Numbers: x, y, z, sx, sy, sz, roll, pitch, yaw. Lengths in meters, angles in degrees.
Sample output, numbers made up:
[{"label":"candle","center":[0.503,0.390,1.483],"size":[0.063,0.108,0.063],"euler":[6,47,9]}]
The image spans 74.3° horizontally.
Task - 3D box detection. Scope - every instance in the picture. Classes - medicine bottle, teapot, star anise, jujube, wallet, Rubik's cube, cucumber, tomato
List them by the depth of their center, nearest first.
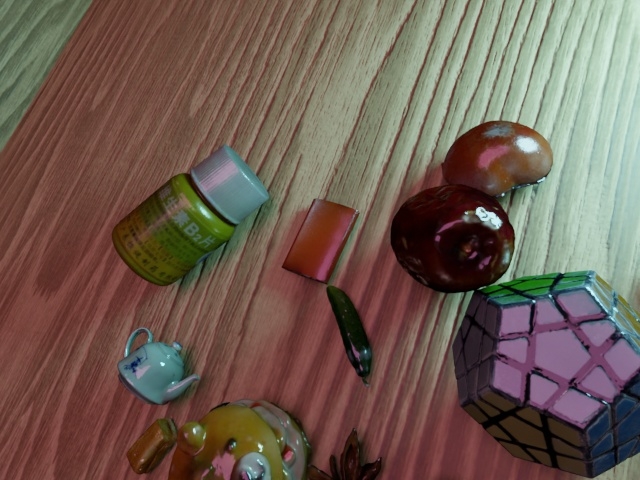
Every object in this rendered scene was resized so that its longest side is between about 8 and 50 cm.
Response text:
[{"label":"Rubik's cube","center":[0.371,0.196,0.675],"size":[0.319,0.319,0.264],"euler":[-46,31,1]},{"label":"star anise","center":[0.052,0.488,0.790],"size":[0.196,0.111,0.212],"euler":[33,53,14]},{"label":"jujube","center":[0.247,-0.005,0.796],"size":[0.223,0.318,0.222],"euler":[1,96,8]},{"label":"tomato","center":[0.374,-0.198,0.905],"size":[0.228,0.112,0.199],"euler":[-21,45,-6]},{"label":"cucumber","center":[0.069,0.203,0.940],"size":[0.056,0.056,0.250],"euler":[-28,58,12]},{"label":"teapot","center":[-0.410,0.314,1.064],"size":[0.232,0.159,0.158],"euler":[34,85,24]},{"label":"wallet","center":[0.000,0.000,1.065],"size":[0.143,0.045,0.204],"euler":[17,76,32]},{"label":"medicine bottle","center":[-0.345,-0.069,1.151],"size":[0.385,0.224,0.224],"euler":[-38,58,5]}]

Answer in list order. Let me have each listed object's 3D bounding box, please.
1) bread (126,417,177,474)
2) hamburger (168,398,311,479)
[{"label":"bread","center":[-0.411,0.501,1.033],"size":[0.132,0.053,0.074],"euler":[-50,53,-2]},{"label":"hamburger","center":[-0.175,0.454,0.839],"size":[0.277,0.237,0.276],"euler":[-9,68,22]}]
